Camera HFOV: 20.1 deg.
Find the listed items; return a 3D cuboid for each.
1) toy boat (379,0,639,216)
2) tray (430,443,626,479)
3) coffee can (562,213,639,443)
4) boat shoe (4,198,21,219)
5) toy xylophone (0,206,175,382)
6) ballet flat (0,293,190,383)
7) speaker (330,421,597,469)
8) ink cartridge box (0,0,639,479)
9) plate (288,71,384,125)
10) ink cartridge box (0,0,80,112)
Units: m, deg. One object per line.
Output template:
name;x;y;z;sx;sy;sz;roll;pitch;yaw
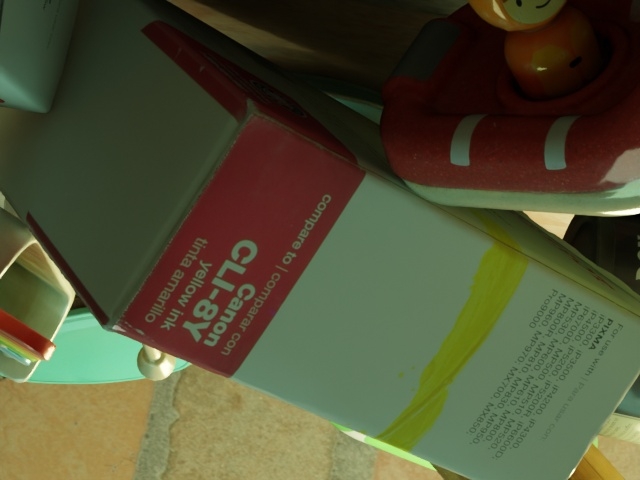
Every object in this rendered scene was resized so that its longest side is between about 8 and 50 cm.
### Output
toy boat;0.126;-0.108;0.980;0.231;0.151;0.151;4;138;40
tray;0.126;0.132;1.639;0.411;0.076;0.203;48;-163;14
coffee can;0.344;0.092;1.581;0.275;0.201;0.201;12;170;-4
boat shoe;-0.254;-0.016;2.049;0.219;0.077;0.070;13;169;-18
toy xylophone;-0.222;0.033;1.228;0.236;0.081;0.322;30;169;13
ballet flat;-0.122;0.058;1.949;0.483;0.182;0.164;-2;143;5
speaker;0.141;0.177;1.848;0.297;0.131;0.131;24;165;-30
ink cartridge box;0.000;0.000;1.200;0.385;0.160;0.279;26;-170;-36
plate;0.003;-0.101;1.415;0.188;0.024;0.188;11;169;2
ink cartridge box;-0.278;-0.177;1.026;0.211;0.121;0.289;10;171;14
